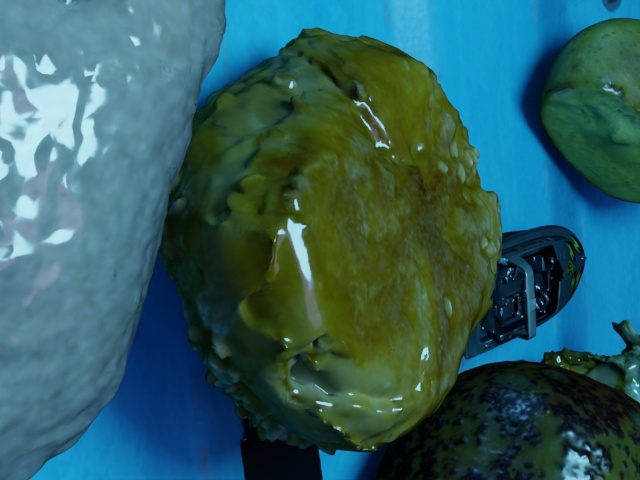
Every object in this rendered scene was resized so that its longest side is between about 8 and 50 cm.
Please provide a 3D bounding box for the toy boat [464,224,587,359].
[{"bbox_3d":[0.183,0.037,1.071,0.246,0.103,0.092,-15,104,-51],"label":"toy boat"}]

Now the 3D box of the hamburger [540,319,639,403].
[{"bbox_3d":[0.288,0.220,1.156,0.192,0.168,0.287,5,89,-48],"label":"hamburger"}]

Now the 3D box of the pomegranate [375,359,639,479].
[{"bbox_3d":[0.206,0.233,0.927,0.285,0.341,0.284,-4,96,-43],"label":"pomegranate"}]

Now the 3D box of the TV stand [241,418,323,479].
[{"bbox_3d":[-0.020,0.218,0.885,0.040,0.049,0.256,-20,108,-46],"label":"TV stand"}]

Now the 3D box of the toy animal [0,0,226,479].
[{"bbox_3d":[-0.188,-0.011,0.562,0.227,0.188,0.358,19,80,-37],"label":"toy animal"}]

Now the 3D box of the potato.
[{"bbox_3d":[0.317,-0.128,1.188,0.298,0.141,0.176,9,73,-43],"label":"potato"}]

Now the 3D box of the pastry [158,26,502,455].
[{"bbox_3d":[0.000,0.000,0.802,0.255,0.162,0.311,62,36,-13],"label":"pastry"}]
